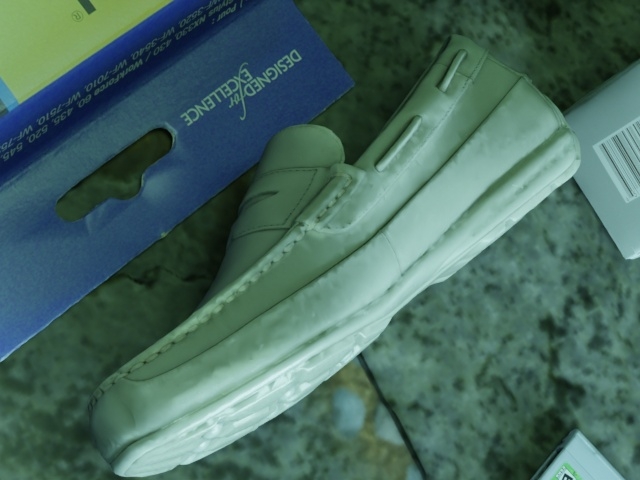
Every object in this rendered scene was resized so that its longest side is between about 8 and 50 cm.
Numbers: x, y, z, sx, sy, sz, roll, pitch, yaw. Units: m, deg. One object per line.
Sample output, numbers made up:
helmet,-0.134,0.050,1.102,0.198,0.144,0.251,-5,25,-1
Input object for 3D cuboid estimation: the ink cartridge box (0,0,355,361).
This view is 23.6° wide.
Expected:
ink cartridge box,-0.167,-0.130,0.756,0.303,0.072,0.307,-40,89,-28

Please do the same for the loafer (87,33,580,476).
loafer,0.000,0.000,0.765,0.319,0.112,0.111,-36,84,-36

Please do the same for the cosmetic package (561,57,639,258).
cosmetic package,0.263,-0.096,0.893,0.238,0.127,0.107,-28,85,-26

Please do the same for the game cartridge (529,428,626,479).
game cartridge,0.132,0.148,0.819,0.056,0.017,0.083,48,62,-6
